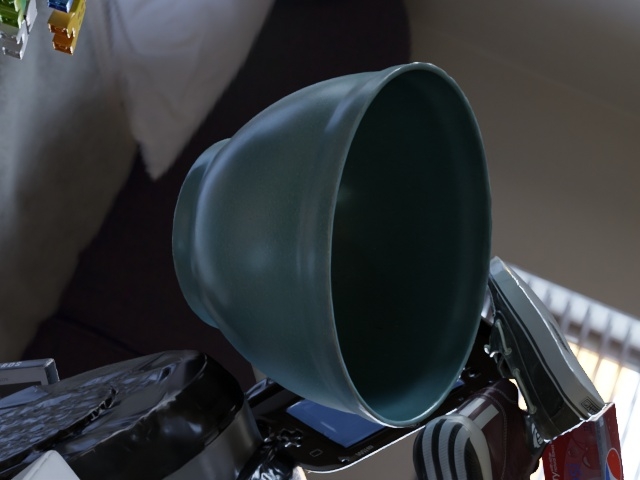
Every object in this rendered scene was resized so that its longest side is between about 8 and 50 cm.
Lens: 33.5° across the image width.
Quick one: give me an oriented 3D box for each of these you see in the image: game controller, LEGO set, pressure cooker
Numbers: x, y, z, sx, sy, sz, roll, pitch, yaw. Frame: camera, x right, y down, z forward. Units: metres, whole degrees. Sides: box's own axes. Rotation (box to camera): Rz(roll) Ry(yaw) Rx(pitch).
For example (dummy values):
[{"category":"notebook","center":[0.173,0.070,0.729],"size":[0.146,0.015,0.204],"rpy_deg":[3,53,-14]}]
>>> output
[{"category":"game controller","center":[0.058,0.161,1.163],"size":[0.319,0.166,0.067],"rpy_deg":[-34,-153,30]},{"category":"LEGO set","center":[-0.253,-0.249,0.993],"size":[0.227,0.087,0.093],"rpy_deg":[125,-19,-71]},{"category":"pressure cooker","center":[-0.162,0.331,0.797],"size":[0.370,0.420,0.375],"rpy_deg":[-23,-174,-26]}]

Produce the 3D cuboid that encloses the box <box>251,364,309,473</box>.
[{"category":"box","center":[-0.017,0.138,1.411],"size":[0.121,0.148,0.311],"rpy_deg":[43,-28,55]}]

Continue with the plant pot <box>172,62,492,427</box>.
[{"category":"plant pot","center":[0.000,0.000,0.907],"size":[0.293,0.196,0.293],"rpy_deg":[-8,99,-58]}]

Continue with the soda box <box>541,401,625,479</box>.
[{"category":"soda box","center":[0.359,0.353,1.426],"size":[0.092,0.083,0.263],"rpy_deg":[-16,99,-56]}]

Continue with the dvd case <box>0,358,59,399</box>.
[{"category":"dvd case","center":[-0.353,0.252,1.179],"size":[0.029,0.179,0.238],"rpy_deg":[-58,140,-71]}]

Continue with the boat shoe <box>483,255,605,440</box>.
[{"category":"boat shoe","center":[0.192,0.097,1.018],"size":[0.070,0.078,0.219],"rpy_deg":[-39,-146,14]}]

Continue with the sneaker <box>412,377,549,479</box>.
[{"category":"sneaker","center":[0.183,0.259,1.044],"size":[0.162,0.106,0.281],"rpy_deg":[-36,129,-39]}]

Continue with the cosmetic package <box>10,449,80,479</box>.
[{"category":"cosmetic package","center":[-0.110,0.227,0.322],"size":[0.225,0.224,0.138],"rpy_deg":[-37,-178,-10]}]
